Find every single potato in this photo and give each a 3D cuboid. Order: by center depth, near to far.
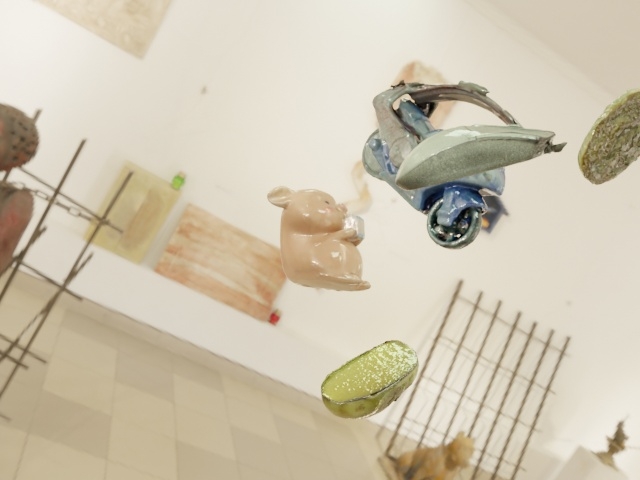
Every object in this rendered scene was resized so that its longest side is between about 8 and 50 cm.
[{"bbox_3d":[0.130,0.361,1.664,0.272,0.111,0.160,-25,29,-29],"label":"potato"}]

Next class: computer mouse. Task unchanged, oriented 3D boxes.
[{"bbox_3d":[0.206,-0.123,0.908,0.113,0.229,0.068,-36,112,-74],"label":"computer mouse"}]

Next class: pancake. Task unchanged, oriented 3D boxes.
[{"bbox_3d":[0.303,-0.103,0.693,0.108,0.108,0.017,24,18,-40],"label":"pancake"}]

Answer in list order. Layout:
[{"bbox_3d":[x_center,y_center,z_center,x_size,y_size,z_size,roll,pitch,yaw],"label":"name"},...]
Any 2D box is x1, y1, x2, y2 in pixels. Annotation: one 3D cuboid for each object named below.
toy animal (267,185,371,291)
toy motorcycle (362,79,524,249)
[{"bbox_3d":[0.001,-0.004,1.620,0.213,0.256,0.195,-9,-19,22],"label":"toy animal"},{"bbox_3d":[0.205,-0.157,1.189,0.182,0.241,0.319,-8,43,-36],"label":"toy motorcycle"}]
